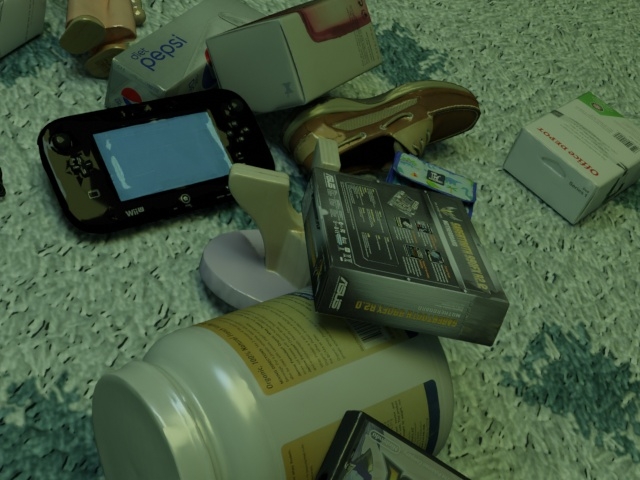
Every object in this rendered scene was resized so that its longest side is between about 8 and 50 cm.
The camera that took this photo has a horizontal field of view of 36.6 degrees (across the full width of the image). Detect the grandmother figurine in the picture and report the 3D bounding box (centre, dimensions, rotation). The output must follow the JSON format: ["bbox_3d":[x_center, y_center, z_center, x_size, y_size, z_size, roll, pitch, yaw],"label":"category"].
[{"bbox_3d":[-0.335,-0.413,1.495,0.104,0.208,0.342,-15,58,12],"label":"grandmother figurine"}]

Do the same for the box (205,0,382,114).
[{"bbox_3d":[-0.035,-0.284,1.459,0.149,0.126,0.232,-6,19,36],"label":"box"}]

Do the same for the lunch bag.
[{"bbox_3d":[0.145,-0.045,1.358,0.129,0.096,0.151,22,59,-2],"label":"lunch bag"}]

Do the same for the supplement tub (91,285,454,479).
[{"bbox_3d":[-0.046,0.177,0.983,0.316,0.228,0.228,-16,55,-34],"label":"supplement tub"}]

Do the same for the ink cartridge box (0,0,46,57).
[{"bbox_3d":[-0.548,-0.328,1.360,0.198,0.114,0.273,30,43,8],"label":"ink cartridge box"}]

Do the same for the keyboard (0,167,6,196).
[{"bbox_3d":[-0.453,-0.083,1.225,0.108,0.023,0.180,6,46,-17],"label":"keyboard"}]

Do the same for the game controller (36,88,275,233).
[{"bbox_3d":[-0.212,-0.110,1.301,0.319,0.067,0.166,-18,68,-34],"label":"game controller"}]

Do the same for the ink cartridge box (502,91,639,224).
[{"bbox_3d":[0.429,-0.139,1.588,0.219,0.092,0.160,-28,62,-39],"label":"ink cartridge box"}]

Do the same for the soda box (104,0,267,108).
[{"bbox_3d":[-0.198,-0.275,1.468,0.098,0.091,0.286,32,44,10],"label":"soda box"}]

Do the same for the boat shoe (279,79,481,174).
[{"bbox_3d":[0.101,-0.152,1.462,0.324,0.122,0.120,-13,58,-22],"label":"boat shoe"}]

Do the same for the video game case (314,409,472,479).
[{"bbox_3d":[0.084,0.330,0.881,0.275,0.035,0.248,35,67,-20],"label":"video game case"}]

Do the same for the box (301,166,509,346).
[{"bbox_3d":[0.079,0.010,1.013,0.183,0.056,0.231,12,27,-12],"label":"box"}]

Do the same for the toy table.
[{"bbox_3d":[0.000,0.000,1.208,0.274,0.160,0.252,5,36,-22],"label":"toy table"}]
